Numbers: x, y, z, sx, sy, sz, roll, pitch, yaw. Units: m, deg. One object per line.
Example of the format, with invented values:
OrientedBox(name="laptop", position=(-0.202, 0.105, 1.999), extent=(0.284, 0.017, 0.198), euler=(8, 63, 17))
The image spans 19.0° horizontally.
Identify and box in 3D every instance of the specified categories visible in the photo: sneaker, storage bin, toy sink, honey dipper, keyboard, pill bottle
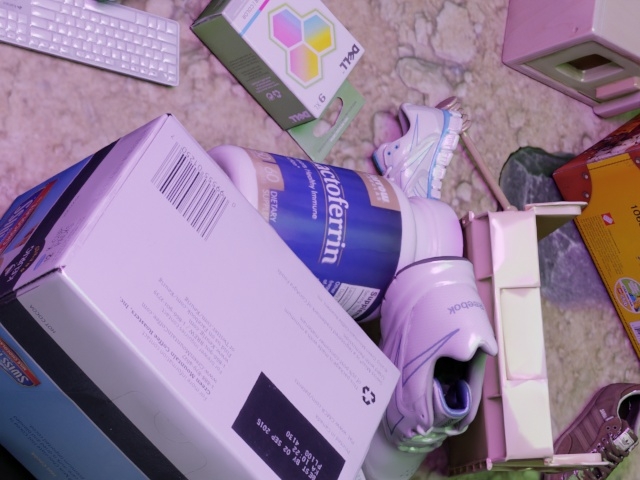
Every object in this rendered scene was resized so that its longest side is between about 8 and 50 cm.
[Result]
OrientedBox(name="sneaker", position=(0.317, 0.230, 2.162), extent=(0.066, 0.071, 0.188), euler=(47, 56, -20))
OrientedBox(name="storage bin", position=(0.203, 0.108, 1.973), extent=(0.123, 0.260, 0.262), euler=(-2, 81, -7))
OrientedBox(name="toy sink", position=(0.353, -0.233, 2.235), extent=(0.234, 0.153, 0.131), euler=(21, 68, -34))
OrientedBox(name="honey dipper", position=(0.181, -0.089, 2.151), extent=(0.030, 0.030, 0.160), euler=(-45, 109, -35))
OrientedBox(name="keyboard", position=(-0.246, -0.211, 1.860), extent=(0.256, 0.014, 0.072), euler=(13, 73, -35))
OrientedBox(name="sneaker", position=(0.090, -0.063, 2.064), extent=(0.083, 0.071, 0.190), euler=(18, 70, -10))
OrientedBox(name="sneaker", position=(0.095, 0.154, 1.890), extent=(0.111, 0.297, 0.129), euler=(-6, 46, -21))
OrientedBox(name="pill bottle", position=(0.000, 0.000, 1.901), extent=(0.265, 0.153, 0.153), euler=(10, 75, -29))

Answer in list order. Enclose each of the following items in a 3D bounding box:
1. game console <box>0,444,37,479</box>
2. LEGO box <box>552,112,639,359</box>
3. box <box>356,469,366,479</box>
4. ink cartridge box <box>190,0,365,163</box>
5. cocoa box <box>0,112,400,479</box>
OrientedBox(name="game console", position=(-0.345, 0.273, 1.666), extent=(0.386, 0.060, 0.342), euler=(48, 50, -21))
OrientedBox(name="LEGO box", position=(0.552, 0.042, 2.303), extent=(0.372, 0.193, 0.500), euler=(-34, 101, -37))
OrientedBox(name="box", position=(-0.010, 0.279, 1.883), extent=(0.102, 0.101, 0.087), euler=(-26, 97, -36))
OrientedBox(name="ink cartridge box", position=(-0.026, -0.190, 1.993), extent=(0.209, 0.062, 0.109), euler=(47, 56, -21))
OrientedBox(name="cocoa box", position=(-0.143, 0.110, 1.714), extent=(0.347, 0.228, 0.231), euler=(48, 42, -19))
